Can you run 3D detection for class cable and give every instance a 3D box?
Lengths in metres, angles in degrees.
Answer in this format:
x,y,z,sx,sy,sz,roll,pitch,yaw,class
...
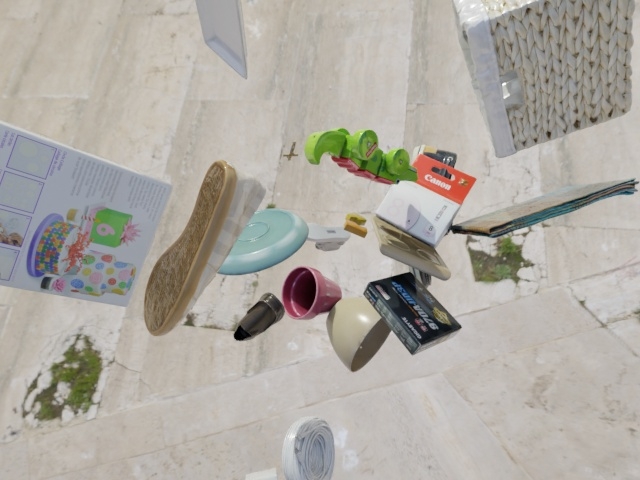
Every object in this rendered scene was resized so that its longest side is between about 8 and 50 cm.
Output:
x,y,z,sx,sy,sz,roll,pitch,yaw,class
-0.037,0.768,1.462,0.089,0.257,0.257,-11,90,27,cable

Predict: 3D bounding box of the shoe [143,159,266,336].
x,y,z,sx,sy,sz,roll,pitch,yaw,class
-0.130,0.018,0.455,0.076,0.058,0.219,44,109,39,shoe

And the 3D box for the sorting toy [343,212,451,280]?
x,y,z,sx,sy,sz,roll,pitch,yaw,class
0.201,0.001,1.142,0.307,0.229,0.041,23,114,-8,sorting toy

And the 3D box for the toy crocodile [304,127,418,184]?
x,y,z,sx,sy,sz,roll,pitch,yaw,class
0.110,-0.188,0.968,0.115,0.340,0.105,19,95,45,toy crocodile

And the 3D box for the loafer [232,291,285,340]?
x,y,z,sx,sy,sz,roll,pitch,yaw,class
-0.167,0.217,1.083,0.080,0.220,0.078,44,42,5,loafer

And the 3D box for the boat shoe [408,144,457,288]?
x,y,z,sx,sy,sz,roll,pitch,yaw,class
0.376,-0.068,1.378,0.155,0.187,0.501,5,95,17,boat shoe

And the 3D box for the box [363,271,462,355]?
x,y,z,sx,sy,sz,roll,pitch,yaw,class
0.247,0.189,1.112,0.175,0.051,0.220,-9,46,-36,box

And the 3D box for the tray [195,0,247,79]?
x,y,z,sx,sy,sz,roll,pitch,yaw,class
-0.182,-0.440,0.742,0.030,0.270,0.145,-38,73,-19,tray

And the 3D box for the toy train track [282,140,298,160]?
x,y,z,sx,sy,sz,roll,pitch,yaw,class
-0.087,-0.270,1.221,0.048,0.083,0.014,-6,63,-21,toy train track

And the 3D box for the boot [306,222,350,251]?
x,y,z,sx,sy,sz,roll,pitch,yaw,class
0.000,0.000,1.762,0.258,0.123,0.095,4,49,-30,boot

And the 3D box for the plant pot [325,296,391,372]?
x,y,z,sx,sy,sz,roll,pitch,yaw,class
0.133,0.325,1.556,0.191,0.284,0.284,34,81,29,plant pot

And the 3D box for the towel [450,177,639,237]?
x,y,z,sx,sy,sz,roll,pitch,yaw,class
0.560,-0.078,1.072,0.370,0.271,0.040,-19,93,0,towel

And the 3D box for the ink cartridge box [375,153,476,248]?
x,y,z,sx,sy,sz,roll,pitch,yaw,class
0.292,-0.121,1.135,0.189,0.066,0.232,31,89,21,ink cartridge box

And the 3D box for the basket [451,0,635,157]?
x,y,z,sx,sy,sz,roll,pitch,yaw,class
0.436,-0.415,0.844,0.266,0.328,0.331,-15,46,24,basket

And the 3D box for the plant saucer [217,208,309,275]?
x,y,z,sx,sy,sz,roll,pitch,yaw,class
-0.192,-0.013,1.186,0.317,0.044,0.318,-11,31,7,plant saucer

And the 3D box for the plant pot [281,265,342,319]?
x,y,z,sx,sy,sz,roll,pitch,yaw,class
-0.022,0.209,1.579,0.201,0.180,0.201,-14,70,41,plant pot

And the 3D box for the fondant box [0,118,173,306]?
x,y,z,sx,sy,sz,roll,pitch,yaw,class
-0.451,-0.044,0.673,0.096,0.330,0.238,25,94,55,fondant box

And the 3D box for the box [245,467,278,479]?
x,y,z,sx,sy,sz,roll,pitch,yaw,class
-0.178,0.770,1.266,0.101,0.101,0.087,-7,74,-11,box
